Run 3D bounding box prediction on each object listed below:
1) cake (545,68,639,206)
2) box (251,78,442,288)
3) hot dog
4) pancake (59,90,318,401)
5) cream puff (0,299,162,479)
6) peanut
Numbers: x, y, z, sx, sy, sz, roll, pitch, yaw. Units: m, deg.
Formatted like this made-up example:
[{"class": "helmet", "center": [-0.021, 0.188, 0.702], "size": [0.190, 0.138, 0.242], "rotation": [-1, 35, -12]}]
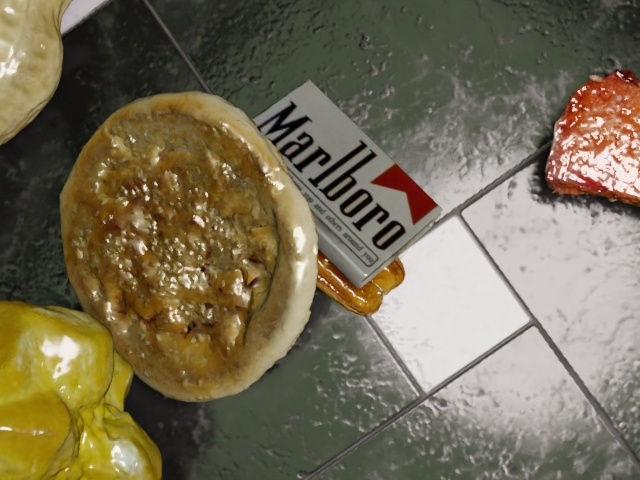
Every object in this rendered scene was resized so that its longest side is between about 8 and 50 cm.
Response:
[{"class": "cake", "center": [0.312, -0.078, 0.936], "size": [0.220, 0.086, 0.116], "rotation": [12, 91, 7]}, {"class": "box", "center": [0.010, -0.053, 0.958], "size": [0.177, 0.036, 0.115], "rotation": [46, 56, 10]}, {"class": "hot dog", "center": [0.000, 0.000, 0.983], "size": [0.165, 0.045, 0.071], "rotation": [39, 93, 6]}, {"class": "pancake", "center": [-0.122, 0.009, 0.947], "size": [0.282, 0.049, 0.282], "rotation": [4, 100, 25]}, {"class": "cream puff", "center": [-0.307, 0.199, 0.868], "size": [0.323, 0.270, 0.274], "rotation": [-11, 77, 17]}, {"class": "peanut", "center": [-0.281, -0.210, 0.979], "size": [0.136, 0.120, 0.298], "rotation": [25, 90, 10]}]
